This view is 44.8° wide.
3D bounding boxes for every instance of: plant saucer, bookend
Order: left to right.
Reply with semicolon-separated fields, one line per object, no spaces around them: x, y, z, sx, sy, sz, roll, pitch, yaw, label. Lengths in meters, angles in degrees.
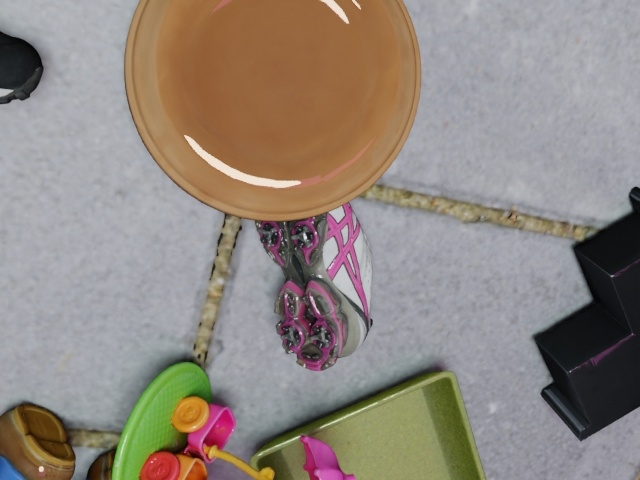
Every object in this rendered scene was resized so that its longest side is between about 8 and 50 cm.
-0.028;-0.111;0.508;0.199;0.037;0.200;-1;93;-10;plant saucer
0.048;0.213;0.701;0.188;0.045;0.188;-22;116;-5;plant saucer
0.252;0.065;0.678;0.157;0.072;0.156;-31;116;0;bookend

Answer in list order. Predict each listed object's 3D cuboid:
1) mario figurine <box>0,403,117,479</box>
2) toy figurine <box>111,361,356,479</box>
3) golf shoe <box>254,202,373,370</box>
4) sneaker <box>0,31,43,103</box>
-0.291;0.278;0.617;0.198;0.170;0.320;40;87;10;mario figurine
-0.058;0.187;0.557;0.159;0.173;0.130;12;141;21;toy figurine
0.000;0.000;0.594;0.086;0.067;0.186;-25;113;-50;golf shoe
-0.289;-0.159;0.417;0.283;0.107;0.124;14;102;-21;sneaker
